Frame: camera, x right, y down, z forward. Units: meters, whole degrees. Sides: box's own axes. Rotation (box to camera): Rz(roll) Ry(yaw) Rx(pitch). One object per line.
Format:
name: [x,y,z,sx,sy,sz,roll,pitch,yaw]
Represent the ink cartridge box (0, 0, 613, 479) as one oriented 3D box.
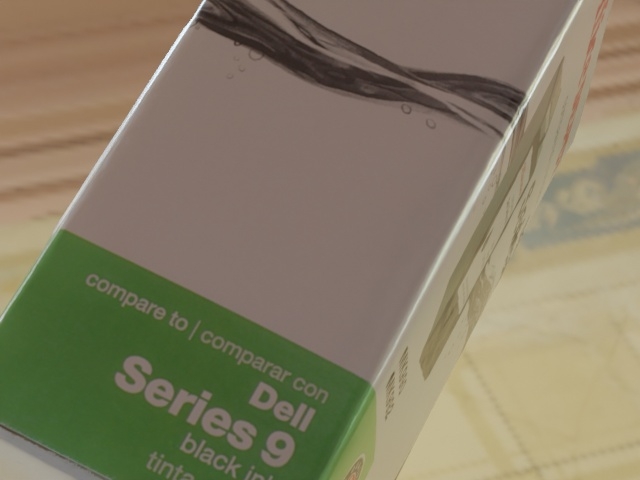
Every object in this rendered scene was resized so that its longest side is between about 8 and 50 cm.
ink cartridge box: [0.000,0.000,0.674,0.121,0.211,0.289,25,-112,11]
